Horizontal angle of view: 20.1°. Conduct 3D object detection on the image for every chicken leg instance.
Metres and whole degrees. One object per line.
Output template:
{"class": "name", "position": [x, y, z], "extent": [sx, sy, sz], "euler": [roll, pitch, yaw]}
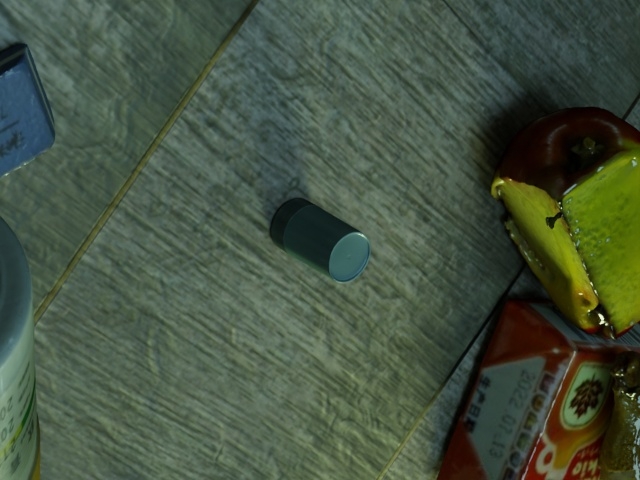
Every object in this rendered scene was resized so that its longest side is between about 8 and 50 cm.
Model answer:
{"class": "chicken leg", "position": [0.339, 0.207, 1.894], "extent": [0.101, 0.085, 0.208], "euler": [-8, 116, -1]}

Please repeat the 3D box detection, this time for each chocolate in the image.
{"class": "chocolate", "position": [0.265, 0.192, 1.953], "extent": [0.237, 0.108, 0.235], "euler": [9, 107, -46]}

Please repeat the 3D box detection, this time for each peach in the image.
{"class": "peach", "position": [0.276, -0.027, 1.804], "extent": [0.154, 0.159, 0.267], "euler": [-38, 132, -7]}

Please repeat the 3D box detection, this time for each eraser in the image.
{"class": "eraser", "position": [-0.293, -0.064, 1.348], "extent": [0.225, 0.036, 0.082], "euler": [-33, 129, -25]}

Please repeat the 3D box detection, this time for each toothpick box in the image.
{"class": "toothpick box", "position": [0.000, 0.000, 1.618], "extent": [0.052, 0.083, 0.052], "euler": [-21, 125, -33]}

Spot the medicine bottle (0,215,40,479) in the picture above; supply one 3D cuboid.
{"class": "medicine bottle", "position": [-0.311, 0.105, 1.234], "extent": [0.238, 0.238, 0.232], "euler": [-28, 147, -30]}
